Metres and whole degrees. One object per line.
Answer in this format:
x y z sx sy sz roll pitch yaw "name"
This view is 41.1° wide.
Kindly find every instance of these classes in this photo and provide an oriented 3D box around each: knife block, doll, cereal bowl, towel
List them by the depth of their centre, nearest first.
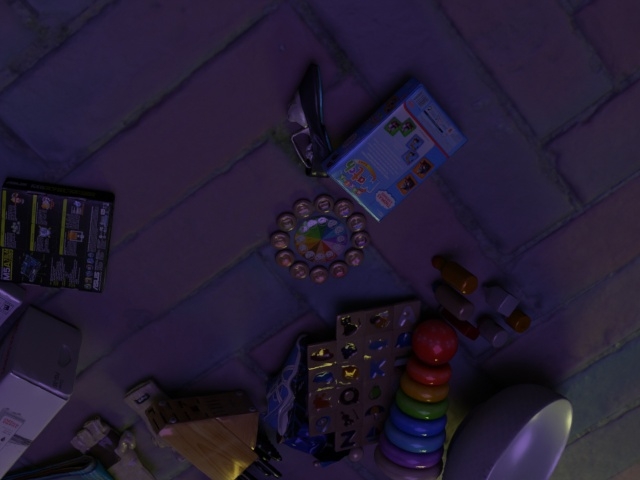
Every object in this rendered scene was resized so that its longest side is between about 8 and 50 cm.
-0.208 0.428 1.690 0.276 0.088 0.242 -2 110 -28 "knife block"
0.357 0.430 1.728 0.339 0.141 0.339 -30 135 -35 "cereal bowl"
0.009 0.420 1.776 0.189 0.046 0.129 25 114 -19 "doll"
-0.496 0.608 1.797 0.271 0.040 0.370 -17 120 15 "towel"

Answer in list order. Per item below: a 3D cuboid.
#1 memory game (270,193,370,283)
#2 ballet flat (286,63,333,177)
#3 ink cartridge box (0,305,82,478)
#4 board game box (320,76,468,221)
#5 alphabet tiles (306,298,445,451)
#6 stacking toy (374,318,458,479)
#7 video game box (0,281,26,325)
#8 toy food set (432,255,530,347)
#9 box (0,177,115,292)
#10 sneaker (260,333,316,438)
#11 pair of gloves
0.000 0.000 1.562 0.186 0.012 0.186 -3 119 -6 "memory game"
-0.019 -0.192 1.422 0.074 0.074 0.203 -12 122 -1 "ballet flat"
-0.565 0.287 1.538 0.117 0.207 0.283 34 109 -24 "ink cartridge box"
0.127 -0.150 1.446 0.211 0.039 0.160 -43 130 7 "board game box"
0.110 0.273 1.695 0.285 0.011 0.342 -9 121 -15 "alphabet tiles"
0.196 0.306 1.670 0.141 0.141 0.330 4 111 -9 "stacking toy"
-0.665 0.106 1.516 0.205 0.048 0.187 39 106 -24 "video game box"
0.294 0.122 1.638 0.232 0.104 0.111 28 99 -39 "toy food set"
-0.460 -0.005 1.484 0.184 0.045 0.190 8 118 -9 "box"
-0.065 0.280 1.669 0.081 0.080 0.211 21 100 29 "sneaker"
-0.363 0.399 1.722 0.240 0.042 0.204 -38 113 12 "pair of gloves"
